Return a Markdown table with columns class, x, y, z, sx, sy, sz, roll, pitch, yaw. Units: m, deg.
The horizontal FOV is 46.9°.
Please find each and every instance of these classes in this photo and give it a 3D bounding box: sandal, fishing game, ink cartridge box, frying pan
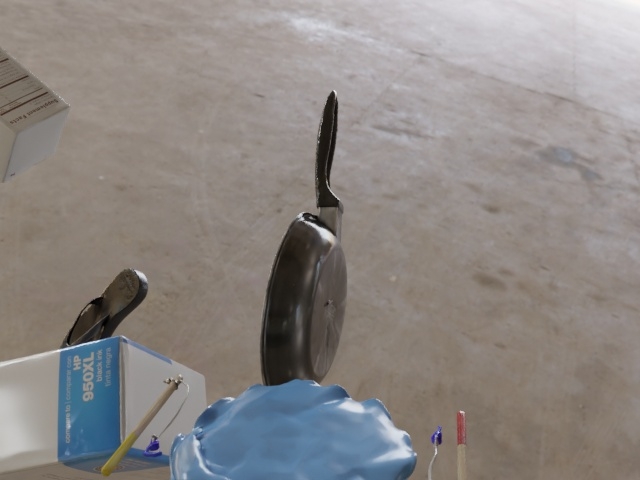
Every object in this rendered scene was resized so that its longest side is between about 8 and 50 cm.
| class | x | y | z | sx | sy | sz | roll | pitch | yaw |
| --- | --- | --- | --- | --- | --- | --- | --- | --- | --- |
| sandal | -0.426 | 0.150 | 1.391 | 0.097 | 0.254 | 0.054 | 46 | 13 | 34 |
| fishing game | -0.019 | 0.166 | 0.553 | 0.263 | 0.041 | 0.189 | 4 | 21 | 7 |
| ink cartridge box | -0.403 | 0.287 | 1.104 | 0.394 | 0.285 | 0.166 | -13 | 66 | 11 |
| frying pan | 0.004 | 0.021 | 0.785 | 0.053 | 0.197 | 0.326 | 8 | 53 | 16 |

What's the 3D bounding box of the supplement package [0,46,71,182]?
| class | x | y | z | sx | sy | sz | roll | pitch | yaw |
| --- | --- | --- | --- | --- | --- | --- | --- | --- | --- |
| supplement package | -0.456 | -0.188 | 1.014 | 0.179 | 0.105 | 0.105 | 41 | 41 | 1 |
